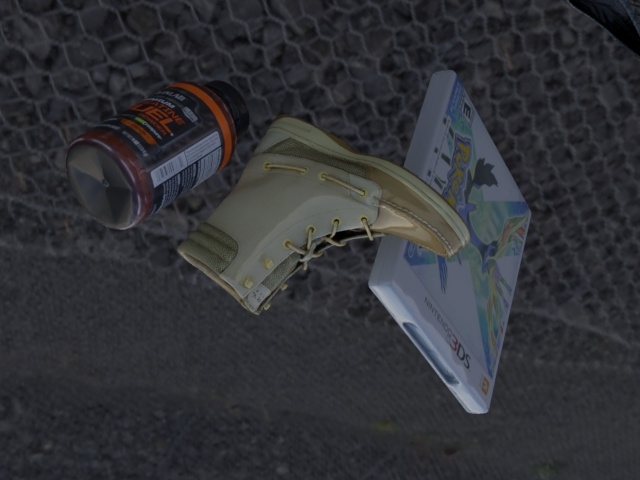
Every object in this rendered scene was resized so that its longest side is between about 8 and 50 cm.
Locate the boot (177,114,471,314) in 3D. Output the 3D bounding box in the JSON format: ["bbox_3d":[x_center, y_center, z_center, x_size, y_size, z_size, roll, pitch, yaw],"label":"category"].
[{"bbox_3d":[0.000,0.000,1.049,0.203,0.262,0.095,-52,154,-17],"label":"boot"}]

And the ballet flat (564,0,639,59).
[{"bbox_3d":[0.336,-0.274,1.204,0.173,0.049,0.057,29,146,-16],"label":"ballet flat"}]

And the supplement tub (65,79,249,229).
[{"bbox_3d":[-0.159,-0.098,1.052,0.198,0.106,0.106,-41,154,-44],"label":"supplement tub"}]

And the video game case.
[{"bbox_3d":[0.178,0.004,1.296,0.036,0.329,0.300,-4,142,32],"label":"video game case"}]
